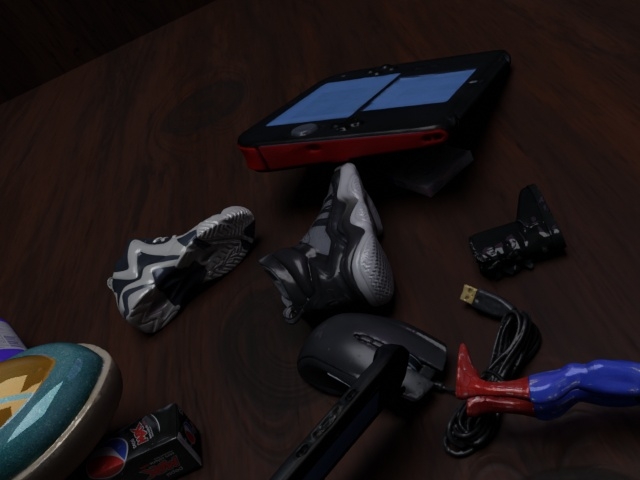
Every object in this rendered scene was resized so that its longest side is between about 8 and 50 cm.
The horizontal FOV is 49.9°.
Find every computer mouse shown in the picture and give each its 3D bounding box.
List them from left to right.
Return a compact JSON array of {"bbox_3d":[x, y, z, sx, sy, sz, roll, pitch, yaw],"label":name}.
[{"bbox_3d":[0.094,0.099,0.730,0.262,0.060,0.184,15,53,45],"label":"computer mouse"}]

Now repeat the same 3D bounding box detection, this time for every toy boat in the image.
[{"bbox_3d":[-0.317,0.218,0.675,0.267,0.148,0.318,-35,33,-4],"label":"toy boat"}]

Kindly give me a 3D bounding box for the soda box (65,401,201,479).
[{"bbox_3d":[-0.218,0.246,0.754,0.169,0.060,0.053,-26,34,4],"label":"soda box"}]

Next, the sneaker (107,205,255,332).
[{"bbox_3d":[-0.219,0.016,1.024,0.235,0.094,0.153,-48,46,-11],"label":"sneaker"}]

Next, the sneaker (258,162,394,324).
[{"bbox_3d":[0.000,0.000,0.888,0.153,0.101,0.268,-22,34,10],"label":"sneaker"}]

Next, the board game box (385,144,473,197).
[{"bbox_3d":[0.156,-0.105,0.990,0.090,0.020,0.090,-40,35,-18],"label":"board game box"}]

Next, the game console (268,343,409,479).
[{"bbox_3d":[-0.042,0.220,0.550,0.044,0.213,0.361,39,67,13],"label":"game console"}]

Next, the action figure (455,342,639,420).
[{"bbox_3d":[0.263,0.084,0.571,0.280,0.091,0.139,0,63,22],"label":"action figure"}]

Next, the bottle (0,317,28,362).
[{"bbox_3d":[-0.511,0.164,1.020,0.118,0.092,0.283,-4,17,-38],"label":"bottle"}]

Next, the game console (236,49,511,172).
[{"bbox_3d":[0.088,-0.213,1.066,0.342,0.060,0.386,-5,26,31],"label":"game console"}]

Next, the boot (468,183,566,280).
[{"bbox_3d":[0.221,-0.011,0.804,0.099,0.045,0.121,-22,35,14],"label":"boot"}]
